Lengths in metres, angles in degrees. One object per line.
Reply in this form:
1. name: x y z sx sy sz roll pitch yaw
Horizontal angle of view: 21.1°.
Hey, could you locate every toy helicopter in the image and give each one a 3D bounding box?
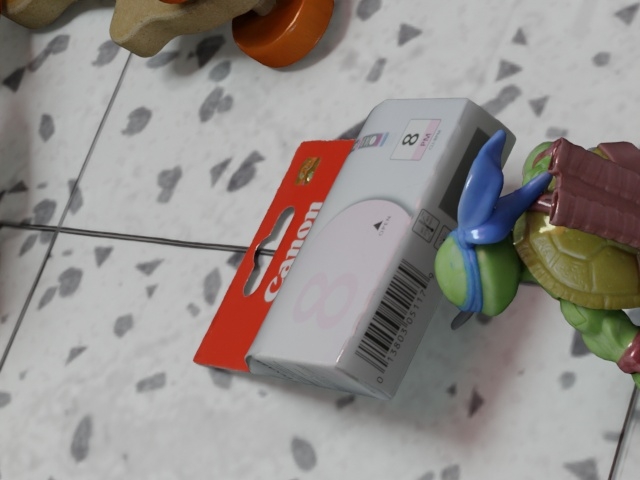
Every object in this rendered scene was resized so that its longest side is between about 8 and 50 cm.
1. toy helicopter: -0.136 -0.249 1.344 0.355 0.140 0.235 -7 65 43

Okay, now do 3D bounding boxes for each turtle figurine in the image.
1. turtle figurine: 0.200 0.021 0.985 0.266 0.275 0.198 -15 30 0

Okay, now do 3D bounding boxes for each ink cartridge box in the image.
1. ink cartridge box: 0.000 0.000 1.107 0.232 0.066 0.189 7 65 51
